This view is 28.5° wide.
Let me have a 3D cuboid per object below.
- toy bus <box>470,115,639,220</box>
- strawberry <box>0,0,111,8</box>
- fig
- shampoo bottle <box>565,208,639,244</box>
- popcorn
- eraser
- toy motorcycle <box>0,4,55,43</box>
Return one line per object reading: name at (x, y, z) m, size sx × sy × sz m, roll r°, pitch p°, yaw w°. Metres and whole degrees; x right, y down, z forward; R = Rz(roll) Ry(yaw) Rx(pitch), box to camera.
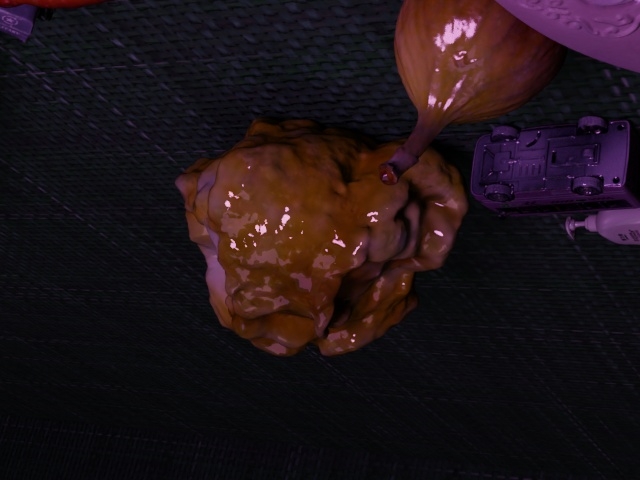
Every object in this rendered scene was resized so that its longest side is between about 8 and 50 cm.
toy bus at (0.259, -0.073, 1.373) m, size 0.178 × 0.087 × 0.098 m, roll -3°, pitch 159°, yaw 32°
strawberry at (-0.221, -0.277, 1.114) m, size 0.174 × 0.098 × 0.228 m, roll 28°, pitch 142°, yaw -22°
fig at (0.109, -0.158, 1.115) m, size 0.143 × 0.231 × 0.160 m, roll 53°, pitch 168°, yaw 11°
shampoo bottle at (0.360, -0.023, 1.488) m, size 0.152 × 0.045 × 0.077 m, roll 0°, pitch 155°, yaw 33°
popcorn at (-0.006, -0.011, 1.512) m, size 0.292 × 0.293 × 0.334 m, roll -27°, pitch 171°, yaw -19°
eraser at (0.252, -0.203, 1.005) m, size 0.204 × 0.059 × 0.243 m, roll -26°, pitch 137°, yaw 24°
toy motorcycle at (-0.373, -0.286, 1.205) m, size 0.275 × 0.124 × 0.187 m, roll 19°, pitch 160°, yaw -23°
